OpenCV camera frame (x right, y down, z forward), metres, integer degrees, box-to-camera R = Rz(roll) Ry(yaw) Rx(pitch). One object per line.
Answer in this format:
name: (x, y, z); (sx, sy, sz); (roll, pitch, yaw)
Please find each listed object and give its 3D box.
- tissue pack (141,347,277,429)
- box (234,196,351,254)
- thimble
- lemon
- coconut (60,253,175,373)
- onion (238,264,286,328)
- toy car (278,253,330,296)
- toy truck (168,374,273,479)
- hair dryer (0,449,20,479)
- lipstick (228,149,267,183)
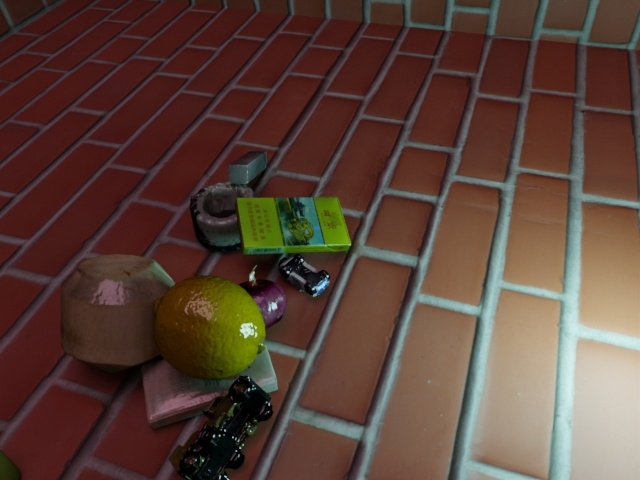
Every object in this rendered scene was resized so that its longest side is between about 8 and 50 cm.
tissue pack: (-0.287, 0.354, 1.406); (0.326, 0.071, 0.170); (-15, 48, -10)
box: (-0.085, -0.048, 1.679); (0.335, 0.047, 0.186); (-2, 57, -20)
thimble: (-0.304, -0.083, 1.780); (0.238, 0.150, 0.237); (-1, 45, 1)
lemon: (-0.270, 0.211, 1.323); (0.268, 0.267, 0.267); (-2, 46, 2)
coconut: (-0.524, 0.199, 1.429); (0.324, 0.322, 0.322); (-2, 46, 2)
onion: (-0.182, 0.175, 1.512); (0.178, 0.153, 0.177); (-5, 41, 4)
toy car: (-0.055, 0.104, 1.632); (0.171, 0.070, 0.080); (31, 55, 27)
toy truck: (-0.229, 0.441, 1.272); (0.127, 0.127, 0.257); (10, 54, 49)
hair dryer: (-0.820, 0.481, 1.291); (0.090, 0.134, 0.279); (-36, 44, -28)
lipstick: (-0.250, -0.260, 1.906); (0.068, 0.066, 0.317); (4, 18, 4)
